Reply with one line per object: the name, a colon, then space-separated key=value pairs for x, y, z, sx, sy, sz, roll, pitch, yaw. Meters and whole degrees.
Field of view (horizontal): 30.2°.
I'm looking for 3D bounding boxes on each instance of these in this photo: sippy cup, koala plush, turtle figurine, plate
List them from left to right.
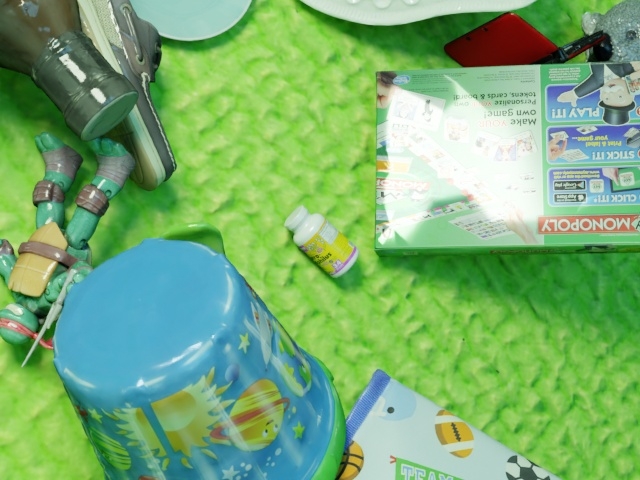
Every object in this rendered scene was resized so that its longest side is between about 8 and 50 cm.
turtle figurine: x=-0.266 y=0.012 z=1.121 sx=0.175 sy=0.118 sz=0.234 roll=13 pitch=66 yaw=17
plate: x=-0.158 y=-0.304 z=1.293 sx=0.188 sy=0.024 sz=0.188 roll=6 pitch=77 yaw=-28
sippy cup: x=-0.116 y=0.126 z=1.040 sx=0.240 sy=0.305 sz=0.224 roll=-38 pitch=137 yaw=-14
koala plush: x=0.390 y=-0.199 z=1.488 sx=0.203 sy=0.196 sz=0.221 roll=10 pitch=74 yaw=-38

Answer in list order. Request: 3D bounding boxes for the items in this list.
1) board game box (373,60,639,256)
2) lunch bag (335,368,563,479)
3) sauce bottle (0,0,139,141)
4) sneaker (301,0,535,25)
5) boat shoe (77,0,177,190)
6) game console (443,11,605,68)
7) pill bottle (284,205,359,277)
board game box: x=0.220 y=-0.091 z=1.337 sx=0.317 sy=0.046 sz=0.214 roll=-1 pitch=78 yaw=10
lunch bag: x=0.077 y=0.381 z=1.108 sx=0.327 sy=0.239 sz=0.385 roll=28 pitch=57 yaw=10
sauce bottle: x=-0.304 y=-0.241 z=1.109 sx=0.111 sy=0.111 sz=0.344 roll=-38 pitch=86 yaw=-29
sneaker: x=0.117 y=-0.357 z=1.417 sx=0.322 sy=0.130 sz=0.236 roll=2 pitch=32 yaw=4
boat shoe: x=-0.204 y=-0.192 z=1.197 sx=0.092 sy=0.103 sz=0.285 roll=-27 pitch=92 yaw=-28
game console: x=0.245 y=-0.239 z=1.428 sx=0.124 sy=0.144 sz=0.085 roll=-31 pitch=97 yaw=-29
pill bottle: x=0.000 y=0.000 z=1.304 sx=0.083 sy=0.043 sz=0.043 roll=42 pitch=63 yaw=-14
